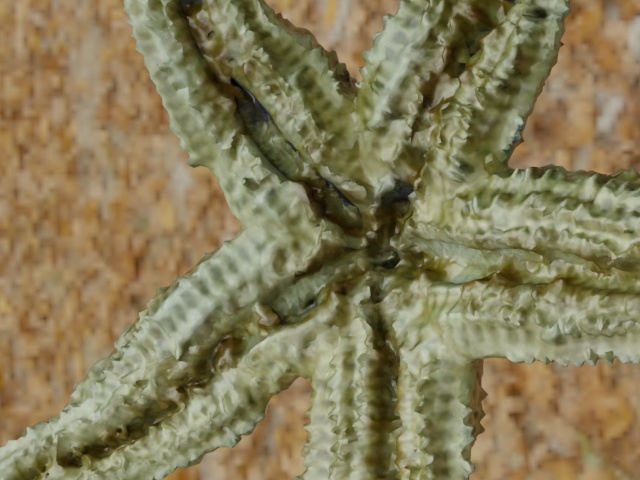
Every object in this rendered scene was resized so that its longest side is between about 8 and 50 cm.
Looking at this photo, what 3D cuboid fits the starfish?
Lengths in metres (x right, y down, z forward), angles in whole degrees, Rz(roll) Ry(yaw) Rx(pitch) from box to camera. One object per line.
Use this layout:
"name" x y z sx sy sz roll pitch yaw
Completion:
"starfish" 0.000 0.001 0.617 0.357 0.078 0.347 -29 79 20
